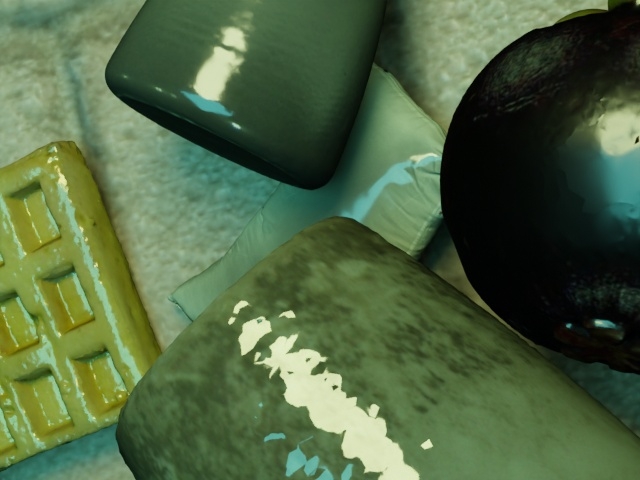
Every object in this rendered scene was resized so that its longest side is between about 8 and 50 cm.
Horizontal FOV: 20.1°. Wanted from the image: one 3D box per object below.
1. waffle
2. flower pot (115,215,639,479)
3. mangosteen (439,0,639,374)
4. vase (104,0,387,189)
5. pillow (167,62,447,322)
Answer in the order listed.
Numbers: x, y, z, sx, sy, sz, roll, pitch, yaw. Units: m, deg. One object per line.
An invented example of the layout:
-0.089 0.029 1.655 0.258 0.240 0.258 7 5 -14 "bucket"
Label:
-0.257 0.066 1.414 0.248 0.055 0.221 -24 88 19 "waffle"
0.049 0.171 1.151 0.330 0.293 0.293 45 105 9 "flower pot"
0.224 -0.062 1.173 0.275 0.275 0.302 14 65 16 "mangosteen"
-0.007 -0.211 1.247 0.173 0.173 0.321 24 85 15 "vase"
-0.001 0.000 1.321 0.144 0.078 0.254 43 105 23 "pillow"
